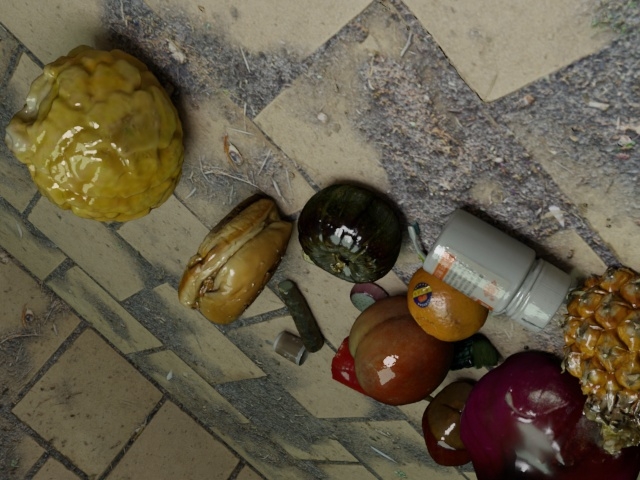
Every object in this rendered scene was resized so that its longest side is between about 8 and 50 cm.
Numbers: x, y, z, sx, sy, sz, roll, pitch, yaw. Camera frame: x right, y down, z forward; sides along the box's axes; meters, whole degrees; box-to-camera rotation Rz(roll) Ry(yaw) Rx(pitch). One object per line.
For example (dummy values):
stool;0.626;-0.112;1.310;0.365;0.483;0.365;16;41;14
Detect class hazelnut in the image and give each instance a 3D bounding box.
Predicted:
hazelnut;0.348;0.466;1.800;0.181;0.212;0.181;48;154;-20

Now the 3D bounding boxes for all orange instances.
orange;0.264;0.123;1.488;0.177;0.155;0.178;31;143;27

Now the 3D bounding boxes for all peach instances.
peach;0.188;0.246;1.639;0.252;0.252;0.252;25;147;18

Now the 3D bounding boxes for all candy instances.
candy;0.120;0.143;1.760;0.103;0.043;0.103;25;146;18

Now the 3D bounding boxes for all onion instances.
onion;0.449;0.482;1.532;0.398;0.420;0.398;31;148;22

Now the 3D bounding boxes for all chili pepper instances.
chili pepper;0.197;0.370;1.900;0.338;0.134;0.131;24;133;22

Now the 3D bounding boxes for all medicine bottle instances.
medicine bottle;0.330;0.056;1.351;0.252;0.144;0.144;29;148;11

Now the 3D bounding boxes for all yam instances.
yam;-0.052;0.214;2.010;0.061;0.061;0.274;12;140;34

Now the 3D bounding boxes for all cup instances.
cup;-0.081;0.321;2.181;0.099;0.102;0.074;26;109;19

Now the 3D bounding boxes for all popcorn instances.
popcorn;-0.473;-0.217;1.576;0.354;0.344;0.390;-1;127;53

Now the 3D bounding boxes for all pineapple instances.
pineapple;0.560;0.210;1.192;0.344;0.286;0.209;27;147;13

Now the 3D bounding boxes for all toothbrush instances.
toothbrush;0.231;0.059;1.558;0.022;0.026;0.263;16;143;40

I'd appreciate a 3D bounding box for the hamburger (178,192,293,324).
hamburger;-0.193;0.049;1.712;0.174;0.284;0.304;38;144;1

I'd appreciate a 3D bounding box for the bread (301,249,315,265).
bread;-0.004;0.040;1.755;0.088;0.034;0.049;22;132;15

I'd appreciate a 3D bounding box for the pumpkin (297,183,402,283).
pumpkin;0.057;-0.007;1.514;0.237;0.159;0.238;20;144;16

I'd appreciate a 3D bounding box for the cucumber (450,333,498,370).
cucumber;0.341;0.267;1.676;0.193;0.115;0.086;134;127;-63
